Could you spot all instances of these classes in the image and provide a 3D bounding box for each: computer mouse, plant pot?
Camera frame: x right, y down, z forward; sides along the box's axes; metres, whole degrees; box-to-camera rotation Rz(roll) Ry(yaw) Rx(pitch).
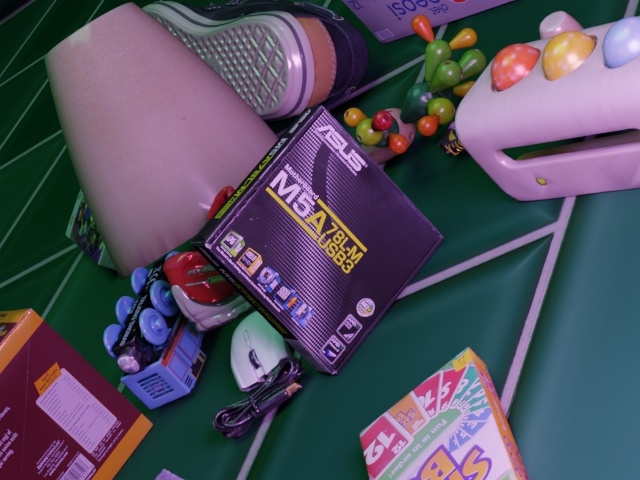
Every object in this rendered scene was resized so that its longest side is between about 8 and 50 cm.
[{"bbox_3d":[-0.066,0.119,1.796,0.106,0.042,0.193,-39,22,14],"label":"computer mouse"},{"bbox_3d":[-0.205,-0.135,2.103,0.256,0.274,0.256,-33,3,2],"label":"plant pot"}]

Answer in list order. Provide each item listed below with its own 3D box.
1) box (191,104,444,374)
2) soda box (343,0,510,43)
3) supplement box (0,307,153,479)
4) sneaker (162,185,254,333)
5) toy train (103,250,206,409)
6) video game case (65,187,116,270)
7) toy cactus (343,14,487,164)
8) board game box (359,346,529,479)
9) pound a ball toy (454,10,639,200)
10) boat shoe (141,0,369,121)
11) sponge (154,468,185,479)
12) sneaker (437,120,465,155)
[{"bbox_3d":[0.000,0.000,1.699,0.184,0.191,0.045,-49,20,-16],"label":"box"},{"bbox_3d":[0.155,-0.333,2.188,0.286,0.091,0.098,-11,39,55],"label":"soda box"},{"bbox_3d":[-0.327,0.207,1.885,0.191,0.194,0.129,-53,23,-24],"label":"supplement box"},{"bbox_3d":[-0.059,-0.018,1.909,0.279,0.118,0.107,-42,13,-35],"label":"sneaker"},{"bbox_3d":[-0.171,0.094,1.943,0.080,0.105,0.184,-24,28,31],"label":"toy train"},{"bbox_3d":[-0.283,-0.080,2.446,0.210,0.041,0.232,-71,22,4],"label":"video game case"},{"bbox_3d":[0.090,-0.146,1.927,0.219,0.112,0.180,-50,2,-41],"label":"toy cactus"},{"bbox_3d":[0.099,0.188,1.388,0.124,0.039,0.259,-40,24,12],"label":"board game box"},{"bbox_3d":[0.259,-0.160,1.616,0.208,0.136,0.319,-53,24,-23],"label":"pound a ball toy"},{"bbox_3d":[-0.112,-0.238,2.363,0.156,0.187,0.500,-12,11,-32],"label":"boat shoe"},{"bbox_3d":[-0.138,0.283,1.630,0.117,0.031,0.210,-49,22,-14],"label":"sponge"},{"bbox_3d":[0.150,-0.103,1.856,0.035,0.031,0.083,-51,13,-5],"label":"sneaker"}]
